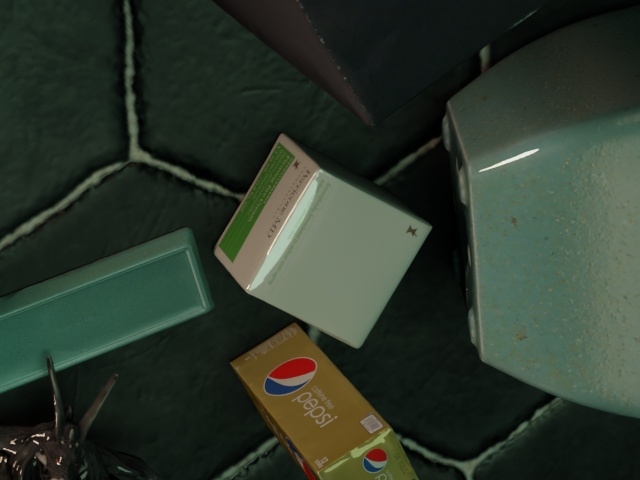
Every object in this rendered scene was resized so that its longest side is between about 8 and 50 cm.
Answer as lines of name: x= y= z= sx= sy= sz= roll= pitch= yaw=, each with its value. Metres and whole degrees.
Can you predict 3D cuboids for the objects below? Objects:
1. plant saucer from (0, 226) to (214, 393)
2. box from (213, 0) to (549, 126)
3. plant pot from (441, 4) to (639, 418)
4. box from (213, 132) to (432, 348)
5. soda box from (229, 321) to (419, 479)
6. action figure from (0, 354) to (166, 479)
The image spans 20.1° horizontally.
plant saucer: x=-0.167 y=0.055 z=1.235 sx=0.192 sy=0.018 sz=0.067 roll=-22 pitch=116 yaw=-13
box: x=0.051 y=-0.263 z=1.012 sx=0.312 sy=0.343 sz=0.179 roll=-35 pitch=119 yaw=-5
plant pot: x=0.217 y=-0.020 z=1.236 sx=0.252 sy=0.248 sz=0.247 roll=-7 pitch=113 yaw=1
box: x=0.000 y=0.000 z=1.237 sx=0.102 sy=0.087 sz=0.101 roll=27 pitch=98 yaw=-28
soda box: x=0.002 y=0.125 z=1.232 sx=0.058 sy=0.181 sz=0.061 roll=-31 pitch=118 yaw=-8
action figure: x=-0.196 y=0.225 z=1.221 sx=0.164 sy=0.141 sz=0.275 roll=14 pitch=108 yaw=-23
